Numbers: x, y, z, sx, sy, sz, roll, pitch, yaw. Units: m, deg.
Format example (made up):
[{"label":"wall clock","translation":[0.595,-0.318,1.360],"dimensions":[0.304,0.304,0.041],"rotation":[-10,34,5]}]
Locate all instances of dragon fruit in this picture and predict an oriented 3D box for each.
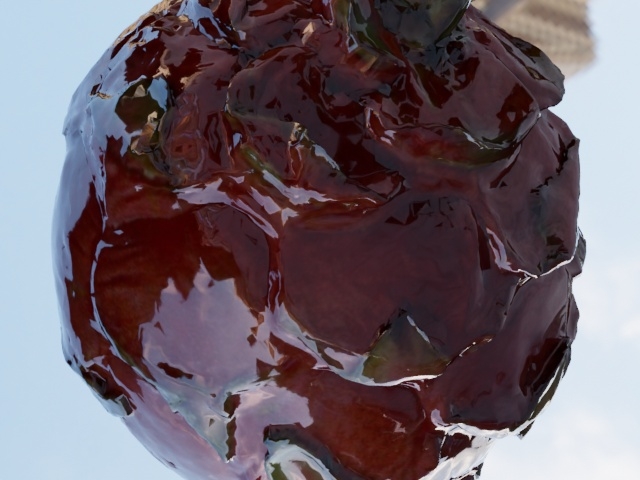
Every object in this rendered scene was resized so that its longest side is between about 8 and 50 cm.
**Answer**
[{"label":"dragon fruit","translation":[0.000,0.000,0.940],"dimensions":[0.277,0.343,0.277],"rotation":[6,-148,-4]}]
